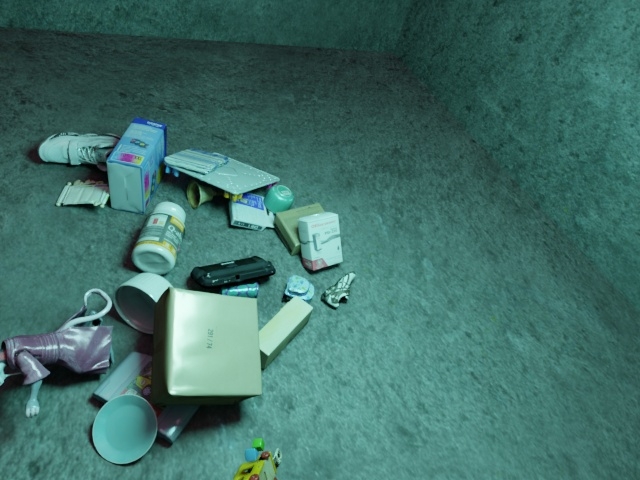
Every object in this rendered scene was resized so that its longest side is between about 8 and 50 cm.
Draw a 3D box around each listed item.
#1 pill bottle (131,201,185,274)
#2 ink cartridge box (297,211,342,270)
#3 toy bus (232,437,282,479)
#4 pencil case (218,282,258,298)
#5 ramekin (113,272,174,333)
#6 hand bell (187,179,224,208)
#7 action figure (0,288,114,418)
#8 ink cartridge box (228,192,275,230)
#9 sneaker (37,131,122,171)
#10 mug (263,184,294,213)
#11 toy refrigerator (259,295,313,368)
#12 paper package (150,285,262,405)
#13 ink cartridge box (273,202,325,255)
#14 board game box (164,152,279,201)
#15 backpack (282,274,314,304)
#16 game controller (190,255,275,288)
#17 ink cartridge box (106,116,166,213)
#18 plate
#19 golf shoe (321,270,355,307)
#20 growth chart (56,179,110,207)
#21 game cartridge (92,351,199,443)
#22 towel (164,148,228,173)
[{"bbox_3d":[-0.629,-0.015,1.796,0.162,0.162,0.278,10,45,-9],"label":"pill bottle"},{"bbox_3d":[0.000,0.000,1.933,0.159,0.217,0.092,-16,17,-30],"label":"ink cartridge box"},{"bbox_3d":[-0.194,0.679,1.285,0.104,0.202,0.190,-12,52,12],"label":"toy bus"},{"bbox_3d":[-0.317,0.196,1.755,0.152,0.064,0.070,-1,30,-19],"label":"pencil case"},{"bbox_3d":[-0.592,0.209,1.564,0.207,0.207,0.109,25,35,7],"label":"ramekin"},{"bbox_3d":[-0.480,-0.220,2.109,0.242,0.126,0.126,-10,49,-43],"label":"hand bell"},{"bbox_3d":[-0.791,0.319,1.326,0.248,0.275,0.370,26,14,33],"label":"action figure"},{"bbox_3d":[-0.317,-0.137,2.083,0.208,0.045,0.206,12,43,-29],"label":"ink cartridge box"},{"bbox_3d":[-1.041,-0.395,2.019,0.366,0.137,0.210,-13,31,-33],"label":"sneaker"},{"bbox_3d":[-0.190,-0.208,2.150,0.130,0.097,0.157,26,37,-14],"label":"mug"},{"bbox_3d":[-0.148,0.328,1.653,0.094,0.102,0.269,34,47,16],"label":"toy refrigerator"},{"bbox_3d":[-0.354,0.336,1.420,0.310,0.168,0.324,12,57,-33],"label":"paper package"},{"bbox_3d":[-0.067,-0.054,2.051,0.235,0.088,0.193,-16,60,-30],"label":"ink cartridge box"},{"bbox_3d":[-0.445,-0.302,2.101,0.390,0.050,0.390,23,24,16],"label":"board game box"},{"bbox_3d":[-0.082,0.201,1.812,0.114,0.084,0.105,19,46,-3],"label":"backpack"},{"bbox_3d":[-0.339,0.122,1.779,0.319,0.067,0.166,-9,15,-37],"label":"game controller"},{"bbox_3d":[-0.785,-0.349,1.996,0.151,0.270,0.395,11,45,-9],"label":"ink cartridge box"},{"bbox_3d":[-0.564,0.545,1.318,0.188,0.024,0.188,0,73,1],"label":"plate"},{"bbox_3d":[0.093,0.205,1.881,0.094,0.077,0.198,45,56,11],"label":"golf shoe"},{"bbox_3d":[-0.992,-0.200,1.919,0.237,0.021,0.172,1,46,8],"label":"growth chart"},{"bbox_3d":[-0.526,0.476,1.424,0.294,0.060,0.196,26,41,8],"label":"game cartridge"},{"bbox_3d":[-0.554,-0.365,2.063,0.209,0.034,0.285,15,21,3],"label":"towel"}]
